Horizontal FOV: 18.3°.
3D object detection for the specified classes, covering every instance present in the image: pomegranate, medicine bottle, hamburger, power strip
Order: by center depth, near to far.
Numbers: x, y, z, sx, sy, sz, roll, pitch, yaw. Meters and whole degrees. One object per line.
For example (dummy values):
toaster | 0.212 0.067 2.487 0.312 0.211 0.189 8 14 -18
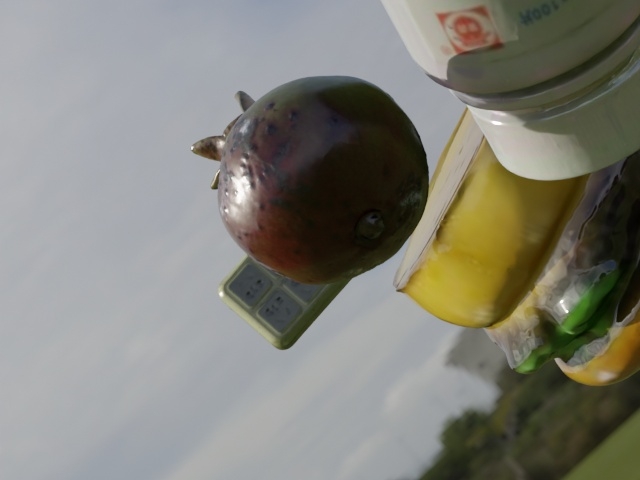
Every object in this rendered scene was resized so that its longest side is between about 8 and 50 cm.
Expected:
pomegranate | -0.015 -0.044 1.184 0.129 0.159 0.129 -50 -26 -35
medicine bottle | 0.111 -0.183 1.202 0.170 0.293 0.170 -21 36 15
power strip | 0.000 0.000 1.507 0.169 0.076 0.028 -49 -19 -3
hamburger | 0.266 -0.053 1.917 0.396 0.277 0.396 -156 90 -87
